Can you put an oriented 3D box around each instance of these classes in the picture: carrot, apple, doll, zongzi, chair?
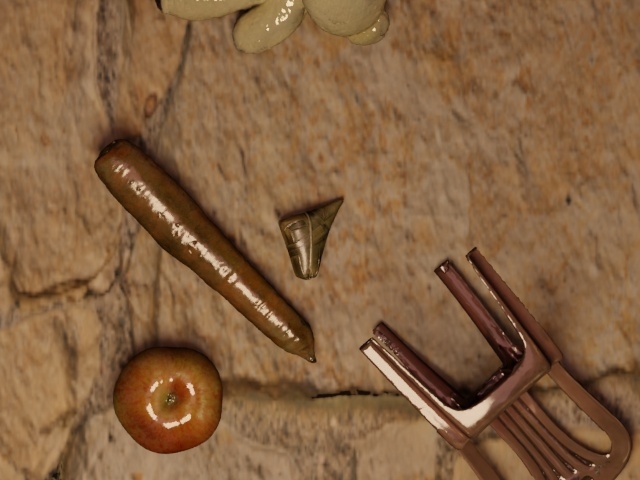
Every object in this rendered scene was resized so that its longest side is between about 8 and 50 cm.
[{"bbox_3d":[-0.125,0.017,1.921,0.070,0.070,0.342,-45,97,-1],"label":"carrot"},{"bbox_3d":[-0.172,0.180,1.897,0.126,0.102,0.126,0,90,-1],"label":"apple"},{"bbox_3d":[-0.051,-0.317,1.906,0.278,0.175,0.149,5,52,6],"label":"doll"},{"bbox_3d":[0.000,0.000,1.941,0.083,0.040,0.076,-20,98,-19],"label":"zongzi"},{"bbox_3d":[0.207,0.183,1.871,0.175,0.183,0.326,-43,90,-1],"label":"chair"}]
